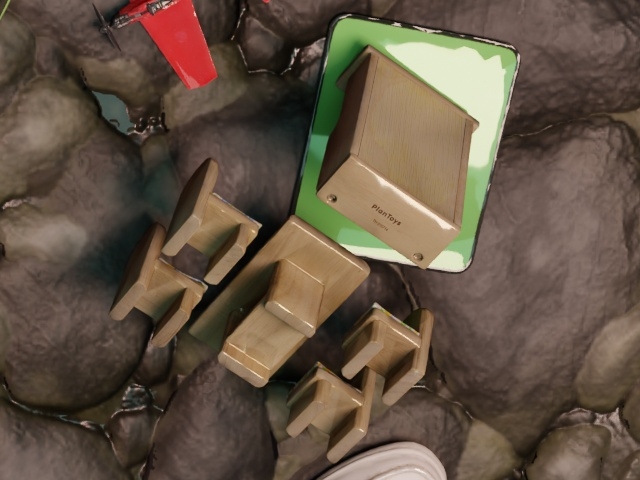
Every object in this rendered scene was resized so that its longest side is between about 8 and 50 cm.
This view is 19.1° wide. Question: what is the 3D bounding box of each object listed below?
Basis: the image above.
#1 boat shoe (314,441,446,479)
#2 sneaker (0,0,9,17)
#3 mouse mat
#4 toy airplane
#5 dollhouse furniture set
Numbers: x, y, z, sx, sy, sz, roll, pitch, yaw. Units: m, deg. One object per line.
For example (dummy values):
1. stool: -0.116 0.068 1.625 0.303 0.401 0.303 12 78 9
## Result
1. boat shoe: -0.008 0.271 1.515 0.277 0.096 0.098 -40 106 5
2. sneaker: -0.262 -0.265 1.229 0.185 0.202 0.483 17 130 -7
3. mouse mat: 0.064 -0.073 1.471 0.152 0.007 0.190 10 104 -9
4. toy airplane: -0.096 -0.186 1.407 0.151 0.028 0.151 -2 108 -7
5. dollhouse furniture set: 0.000 0.000 1.434 0.212 0.161 0.242 34 122 -14
